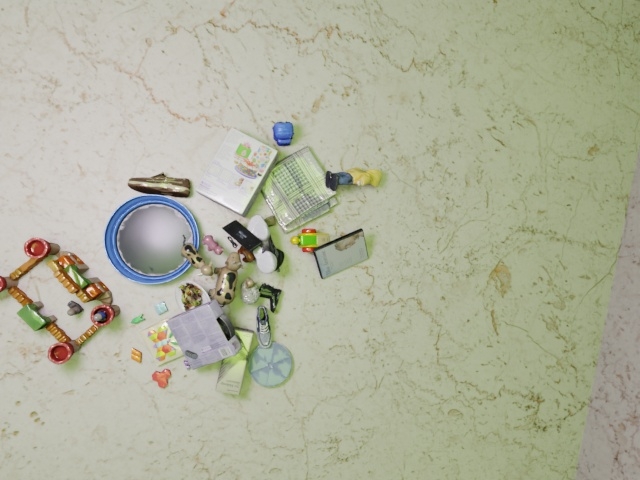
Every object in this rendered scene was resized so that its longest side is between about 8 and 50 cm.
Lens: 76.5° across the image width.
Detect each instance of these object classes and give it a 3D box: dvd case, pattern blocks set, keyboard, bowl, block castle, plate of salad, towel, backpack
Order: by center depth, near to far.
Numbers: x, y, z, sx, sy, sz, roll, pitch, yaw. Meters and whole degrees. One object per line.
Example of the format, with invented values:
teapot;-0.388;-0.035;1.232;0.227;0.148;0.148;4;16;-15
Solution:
block castle;-1.073;0.235;1.633;0.303;0.213;0.453;-43;94;-9
keyboard;-0.348;-0.012;1.746;0.180;0.023;0.108;37;53;22
plate of salad;-0.557;0.268;1.755;0.200;0.048;0.199;10;114;23
bowl;-0.727;-0.004;1.773;0.391;0.077;0.391;0;87;-10
pattern blocks set;-0.691;0.449;1.785;0.285;0.026;0.325;-37;94;-10
backpack;-0.167;-0.493;1.871;0.098;0.120;0.101;-9;89;-11
dvd case;0.098;0.063;1.892;0.253;0.022;0.180;-23;128;-10
towel;-0.108;-0.237;1.903;0.312;0.056;0.324;-31;94;-10

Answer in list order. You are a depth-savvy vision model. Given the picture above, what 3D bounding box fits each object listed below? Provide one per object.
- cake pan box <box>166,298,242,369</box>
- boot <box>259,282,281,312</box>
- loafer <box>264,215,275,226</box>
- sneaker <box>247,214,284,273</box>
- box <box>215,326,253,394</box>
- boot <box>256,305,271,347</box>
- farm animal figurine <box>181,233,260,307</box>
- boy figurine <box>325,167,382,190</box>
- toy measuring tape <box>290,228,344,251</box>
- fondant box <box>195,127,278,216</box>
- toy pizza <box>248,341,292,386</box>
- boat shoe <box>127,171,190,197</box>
cake pan box;-0.490;0.397;1.714;0.267;0.070;0.245;-25;99;23
boot;-0.240;0.261;1.863;0.099;0.045;0.121;19;77;-11
loafer;-0.269;-0.063;1.866;0.148;0.056;0.050;-32;87;-10
sneaker;-0.243;0.023;1.824;0.101;0.153;0.268;-19;78;13
box;-0.380;0.529;1.801;0.113;0.094;0.275;12;85;-9
boot;-0.258;0.387;1.819;0.069;0.086;0.190;-10;80;-9
farm animal figurine;-0.416;0.128;1.729;0.330;0.172;0.326;-4;90;-28
boy figurine;0.161;-0.292;1.910;0.285;0.177;0.092;-8;116;-32
toy measuring tape;0.000;0.000;1.906;0.330;0.121;0.121;0;87;-32
fondant box;-0.368;-0.302;1.820;0.238;0.096;0.330;28;84;4
toy pizza;-0.230;0.565;1.857;0.201;0.032;0.201;1;86;-10
boat shoe;-0.705;-0.254;1.790;0.257;0.095;0.095;8;72;-15
